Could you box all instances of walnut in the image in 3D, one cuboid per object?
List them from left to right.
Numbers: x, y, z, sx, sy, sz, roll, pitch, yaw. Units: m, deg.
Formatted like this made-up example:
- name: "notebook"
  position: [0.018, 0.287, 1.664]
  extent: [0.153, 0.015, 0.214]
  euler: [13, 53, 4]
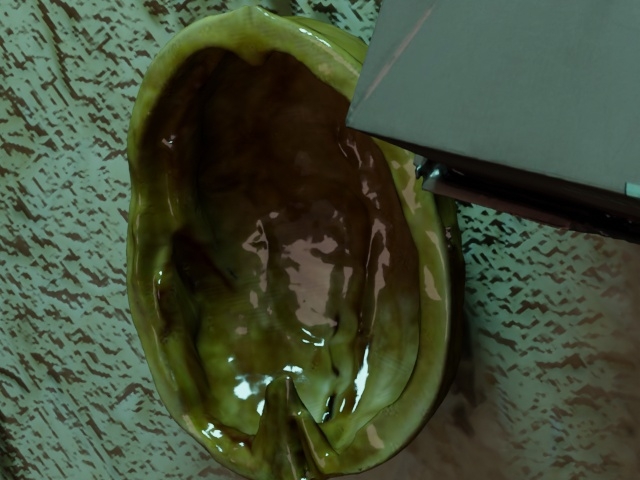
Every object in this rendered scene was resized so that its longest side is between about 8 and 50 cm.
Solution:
- name: "walnut"
  position: [0.001, -0.002, 0.797]
  extent: [0.167, 0.087, 0.211]
  euler: [12, 112, 34]

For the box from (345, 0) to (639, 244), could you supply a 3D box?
- name: "box"
  position: [0.131, -0.101, 0.611]
  extent: [0.215, 0.086, 0.215]
  euler: [18, 90, 43]
